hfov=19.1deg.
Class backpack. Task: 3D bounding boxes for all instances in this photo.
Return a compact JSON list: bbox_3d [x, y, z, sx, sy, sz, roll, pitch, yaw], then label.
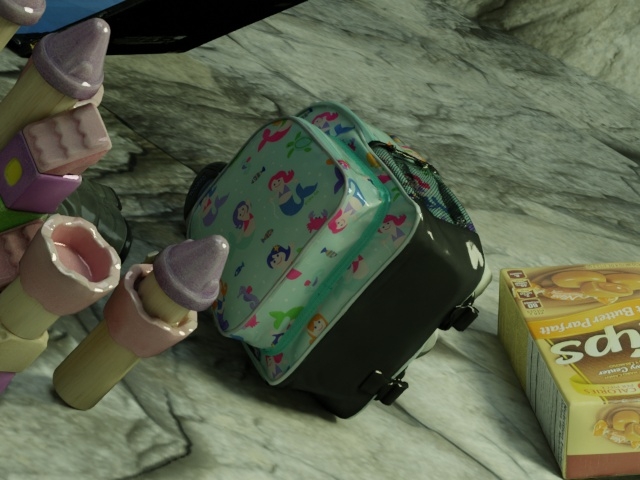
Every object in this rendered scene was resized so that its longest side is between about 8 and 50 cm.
[{"bbox_3d":[0.000,0.000,1.663,0.191,0.225,0.253,31,19,-30],"label":"backpack"}]

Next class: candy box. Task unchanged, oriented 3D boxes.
[{"bbox_3d":[0.297,0.122,1.900,0.183,0.087,0.316,-3,22,-6],"label":"candy box"}]

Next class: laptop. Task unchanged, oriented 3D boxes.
[{"bbox_3d":[-0.245,-0.349,2.285,0.382,0.408,0.236,-15,86,-64],"label":"laptop"}]

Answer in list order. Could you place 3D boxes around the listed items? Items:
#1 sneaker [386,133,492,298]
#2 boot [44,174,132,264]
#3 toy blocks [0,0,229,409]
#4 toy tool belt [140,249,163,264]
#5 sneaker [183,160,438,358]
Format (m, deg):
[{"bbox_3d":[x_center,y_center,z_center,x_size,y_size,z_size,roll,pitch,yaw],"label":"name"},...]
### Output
[{"bbox_3d":[0.101,-0.016,2.120,0.131,0.112,0.296,39,13,-25],"label":"sneaker"},{"bbox_3d":[-0.231,-0.021,1.653,0.161,0.083,0.246,27,18,-21],"label":"boot"},{"bbox_3d":[-0.229,-0.059,1.339,0.309,0.260,0.288,8,48,-47],"label":"toy blocks"},{"bbox_3d":[-0.130,0.035,1.680,0.083,0.051,0.052,9,25,-46],"label":"toy tool belt"},{"bbox_3d":[0.007,0.016,1.854,0.297,0.111,0.129,38,14,26],"label":"sneaker"}]
